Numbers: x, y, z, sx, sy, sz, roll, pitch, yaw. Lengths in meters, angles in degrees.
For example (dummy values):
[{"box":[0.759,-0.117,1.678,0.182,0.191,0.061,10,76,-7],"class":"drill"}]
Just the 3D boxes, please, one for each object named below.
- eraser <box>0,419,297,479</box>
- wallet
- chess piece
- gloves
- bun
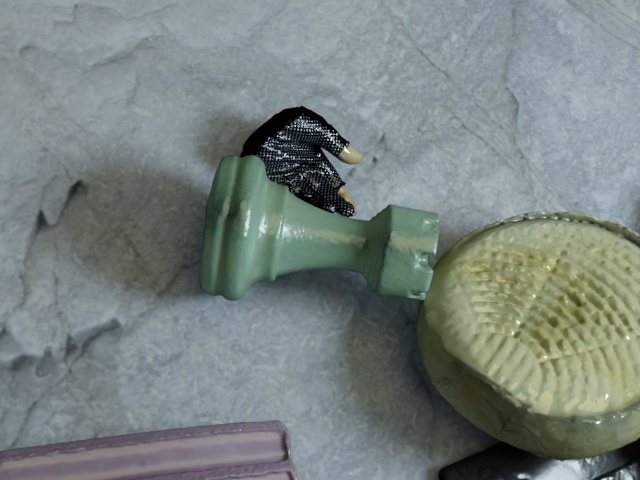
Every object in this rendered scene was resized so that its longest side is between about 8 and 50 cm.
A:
[{"box":[-0.197,0.366,1.266,0.359,0.122,0.272,-3,68,-19],"class":"eraser"},{"box":[0.330,0.336,1.493,0.321,0.044,0.170,-19,72,-25],"class":"wallet"},{"box":[0.000,0.000,1.426,0.299,0.195,0.195,9,64,0],"class":"chess piece"},{"box":[-0.016,-0.098,1.560,0.181,0.106,0.129,50,59,-25],"class":"gloves"},{"box":[0.316,0.141,1.480,0.364,0.202,0.364,-2,53,3],"class":"bun"}]
